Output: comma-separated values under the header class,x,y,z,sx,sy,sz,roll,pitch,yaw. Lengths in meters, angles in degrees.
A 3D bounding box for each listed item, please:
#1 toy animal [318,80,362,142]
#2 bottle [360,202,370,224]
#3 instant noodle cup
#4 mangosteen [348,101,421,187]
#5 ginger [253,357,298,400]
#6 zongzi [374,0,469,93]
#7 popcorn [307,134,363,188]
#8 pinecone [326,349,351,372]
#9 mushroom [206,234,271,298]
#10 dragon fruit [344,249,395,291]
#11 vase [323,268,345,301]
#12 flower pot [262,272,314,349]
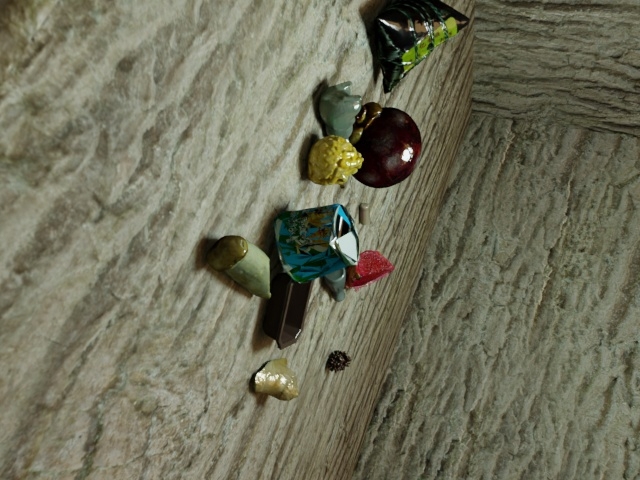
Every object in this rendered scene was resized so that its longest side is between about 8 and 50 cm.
class,x,y,z,sx,sy,sz,roll,pitch,yaw
toy animal,0.055,-0.375,1.548,0.251,0.127,0.125,98,5,-54
bottle,0.192,-0.115,2.107,0.045,0.045,0.096,-54,148,-43
instant noodle cup,0.000,0.000,1.429,0.240,0.178,0.240,45,37,-49
mangosteen,0.201,-0.327,1.707,0.297,0.294,0.296,-175,-90,-69
ginger,-0.142,0.471,1.589,0.115,0.123,0.193,-58,155,12
zongzi,0.297,-0.764,1.724,0.383,0.319,0.362,-56,159,0
popcorn,0.041,-0.240,1.516,0.180,0.180,0.170,-29,109,-61
pinecone,0.078,0.544,2.205,0.110,0.102,0.102,-21,131,-23
mushroom,-0.180,0.072,1.255,0.333,0.107,0.087,53,14,-62
dragon fruit,0.180,0.137,2.164,0.274,0.126,0.161,-10,149,-45
vase,0.064,0.174,1.942,0.214,0.086,0.086,77,34,-57
flower pot,-0.107,0.203,1.532,0.179,0.084,0.250,-2,107,-68
